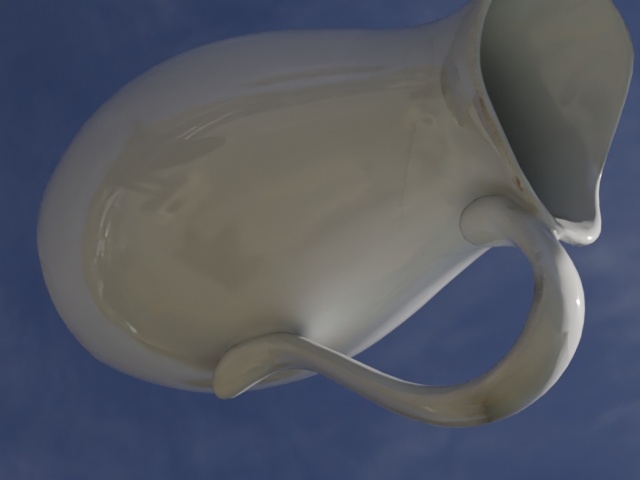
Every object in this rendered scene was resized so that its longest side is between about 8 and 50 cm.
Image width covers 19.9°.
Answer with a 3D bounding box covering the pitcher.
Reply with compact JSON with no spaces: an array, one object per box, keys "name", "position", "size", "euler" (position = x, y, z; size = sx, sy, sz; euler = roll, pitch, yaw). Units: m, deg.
[{"name":"pitcher","position":[0.000,0.000,0.627],"size":[0.207,0.178,0.125],"euler":[-20,-46,31]}]
